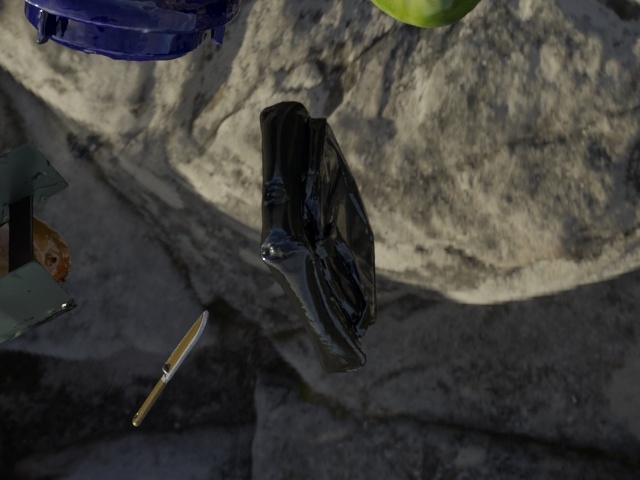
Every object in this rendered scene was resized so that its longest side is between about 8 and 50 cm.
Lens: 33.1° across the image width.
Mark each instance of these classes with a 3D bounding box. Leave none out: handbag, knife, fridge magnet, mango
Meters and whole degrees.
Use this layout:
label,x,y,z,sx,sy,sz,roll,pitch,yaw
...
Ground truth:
label,x,y,z,sx,sy,sz,roll,pitch,yaw
handbag,0.000,0.000,1.262,0.088,0.244,0.275,-9,141,12
knife,-0.276,0.231,1.962,0.022,0.046,0.256,30,103,-22
fridge magnet,-0.220,-0.277,1.185,0.265,0.265,0.112,15,119,2
mango,-0.561,0.015,1.890,0.249,0.156,0.151,13,97,-12

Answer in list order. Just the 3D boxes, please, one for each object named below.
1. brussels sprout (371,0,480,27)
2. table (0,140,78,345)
label,x,y,z,sx,sy,sz,roll,pitch,yaw
brussels sprout,0.113,-0.342,1.200,0.161,0.223,0.223,3,124,56
table,-0.271,0.025,0.799,0.175,0.146,0.062,-27,131,7
